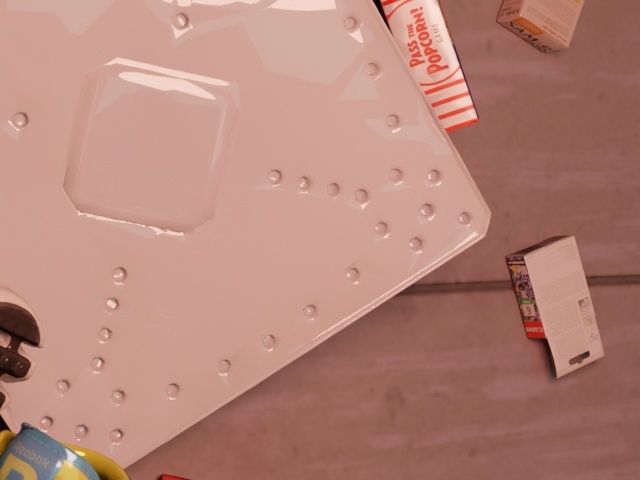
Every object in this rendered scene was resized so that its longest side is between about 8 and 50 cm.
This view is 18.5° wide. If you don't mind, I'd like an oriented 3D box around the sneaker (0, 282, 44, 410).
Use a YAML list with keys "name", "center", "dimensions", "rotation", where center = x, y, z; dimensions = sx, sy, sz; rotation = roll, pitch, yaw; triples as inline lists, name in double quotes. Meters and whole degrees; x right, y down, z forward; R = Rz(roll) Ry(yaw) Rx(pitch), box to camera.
- name: "sneaker"
  center: [-0.318, 0.130, 1.357]
  dimensions: [0.292, 0.118, 0.110]
  rotation: [-48, 141, -1]

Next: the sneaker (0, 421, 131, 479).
- name: "sneaker"
  center: [-0.246, 0.234, 1.316]
  dimensions: [0.319, 0.127, 0.208]
  rotation: [-31, 143, -52]

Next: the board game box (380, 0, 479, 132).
- name: "board game box"
  center: [0.080, -0.168, 1.590]
  dimensions: [0.045, 0.193, 0.147]
  rotation: [-19, 99, 5]

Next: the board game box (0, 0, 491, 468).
- name: "board game box"
  center: [-0.128, -0.070, 1.442]
  dimensions: [0.390, 0.050, 0.390]
  rotation: [-33, 106, -5]

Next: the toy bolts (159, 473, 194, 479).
- name: "toy bolts"
  center: [-0.030, 0.284, 1.498]
  dimensions: [0.228, 0.218, 0.158]
  rotation: [15, 85, -13]

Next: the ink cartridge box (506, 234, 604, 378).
- name: "ink cartridge box"
  center: [0.209, 0.059, 1.752]
  dimensions: [0.063, 0.029, 0.115]
  rotation: [-21, 100, -32]

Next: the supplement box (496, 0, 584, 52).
- name: "supplement box"
  center: [0.204, -0.226, 1.757]
  dimensions: [0.062, 0.036, 0.098]
  rotation: [30, 72, -29]
